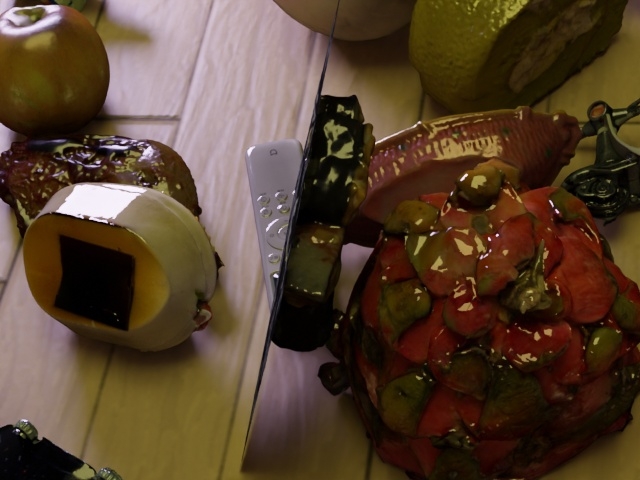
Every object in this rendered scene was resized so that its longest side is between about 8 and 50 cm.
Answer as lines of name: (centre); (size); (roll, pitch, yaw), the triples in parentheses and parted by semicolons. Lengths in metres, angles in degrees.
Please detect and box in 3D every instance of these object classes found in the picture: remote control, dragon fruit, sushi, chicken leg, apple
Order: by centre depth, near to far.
sushi: (0.000, 0.000, 1.590); (0.064, 0.359, 0.343); (12, 60, -3)
dragon fruit: (0.158, 0.047, 1.601); (0.314, 0.263, 0.296); (-26, 49, -13)
remote control: (-0.037, -0.017, 1.849); (0.067, 0.029, 0.261); (-10, 48, 0)
chicken leg: (-0.234, -0.044, 1.885); (0.322, 0.083, 0.177); (9, 59, 19)
apple: (-0.321, -0.206, 1.990); (0.146, 0.147, 0.163); (-11, 46, -1)

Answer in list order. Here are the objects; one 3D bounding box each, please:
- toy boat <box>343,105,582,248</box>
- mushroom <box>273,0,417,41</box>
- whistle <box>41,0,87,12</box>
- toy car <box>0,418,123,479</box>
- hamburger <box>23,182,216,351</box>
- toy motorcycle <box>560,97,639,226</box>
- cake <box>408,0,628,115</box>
toy boat: (0.124, -0.062, 1.789); (0.318, 0.141, 0.099); (-16, 17, 6)
mushroom: (0.030, -0.412, 2.006); (0.315, 0.315, 0.356); (-9, 44, 1)
whistle: (-0.333, -0.337, 2.150); (0.227, 0.105, 0.085); (16, 83, 19)
toy car: (-0.263, 0.244, 1.636); (0.205, 0.056, 0.095); (25, 56, 31)
hamburger: (-0.207, 0.026, 1.752); (0.210, 0.173, 0.116); (8, 18, 31)
toy motorcycle: (0.376, -0.099, 1.812); (0.263, 0.091, 0.157); (-14, 45, 0)
cake: (0.219, -0.259, 1.920); (0.260, 0.179, 0.156); (-38, 52, -24)
